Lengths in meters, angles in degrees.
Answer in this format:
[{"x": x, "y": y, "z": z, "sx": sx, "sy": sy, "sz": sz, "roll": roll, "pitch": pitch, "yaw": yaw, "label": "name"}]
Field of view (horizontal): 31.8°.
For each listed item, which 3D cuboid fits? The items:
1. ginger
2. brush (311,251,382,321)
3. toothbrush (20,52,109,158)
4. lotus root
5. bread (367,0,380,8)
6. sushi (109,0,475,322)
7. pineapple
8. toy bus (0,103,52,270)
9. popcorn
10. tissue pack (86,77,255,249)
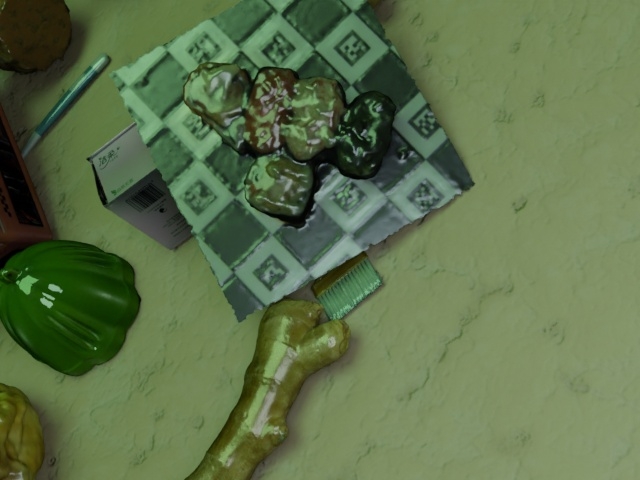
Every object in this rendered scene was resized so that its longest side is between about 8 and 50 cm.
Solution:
[{"x": -0.077, "y": 0.200, "z": 1.291, "sx": 0.118, "sy": 0.065, "sz": 0.298, "roll": 31, "pitch": 89, "yaw": 43, "label": "ginger"}, {"x": 0.000, "y": 0.000, "z": 1.370, "sx": 0.082, "sy": 0.010, "sz": 0.218, "roll": -39, "pitch": 53, "yaw": 11, "label": "brush"}, {"x": -0.414, "y": -0.178, "z": 1.696, "sx": 0.275, "sy": 0.025, "sz": 0.019, "roll": -49, "pitch": 52, "yaw": 3, "label": "toothbrush"}, {"x": -0.355, "y": 0.069, "z": 1.456, "sx": 0.186, "sy": 0.186, "sz": 0.186, "roll": -13, "pitch": 62, "yaw": 26, "label": "lotus root"}, {"x": 0.042, "y": -0.396, "z": 1.485, "sx": 0.134, "sy": 0.081, "sz": 0.225, "roll": -7, "pitch": 67, "yaw": 35, "label": "bread"}, {"x": -0.037, "y": -0.130, "z": 1.284, "sx": 0.320, "sy": 0.069, "sz": 0.339, "roll": -28, "pitch": 83, "yaw": 1, "label": "sushi"}, {"x": -0.513, "y": -0.339, "z": 1.763, "sx": 0.279, "sy": 0.158, "sz": 0.157, "roll": 11, "pitch": 74, "yaw": 45, "label": "pineapple"}, {"x": -0.553, "y": -0.145, "z": 1.575, "sx": 0.203, "sy": 0.233, "sz": 0.427, "roll": -28, "pitch": 77, "yaw": 18, "label": "toy bus"}, {"x": -0.446, "y": 0.259, "z": 1.414, "sx": 0.190, "sy": 0.191, "sz": 0.253, "roll": -48, "pitch": 43, "yaw": -14, "label": "popcorn"}, {"x": -0.151, "y": -0.112, "z": 1.430, "sx": 0.246, "sy": 0.148, "sz": 0.092, "roll": -36, "pitch": 53, "yaw": 10, "label": "tissue pack"}]
